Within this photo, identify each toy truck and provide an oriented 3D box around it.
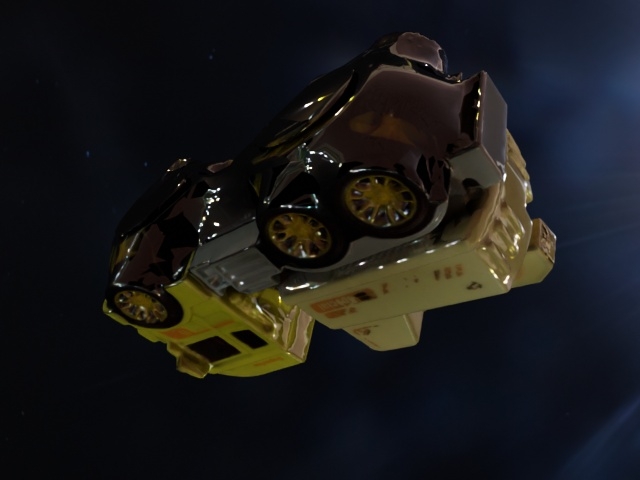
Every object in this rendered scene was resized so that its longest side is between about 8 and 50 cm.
[{"bbox_3d":[0.000,0.000,0.669,0.254,0.405,0.180,46,-140,-28],"label":"toy truck"}]
